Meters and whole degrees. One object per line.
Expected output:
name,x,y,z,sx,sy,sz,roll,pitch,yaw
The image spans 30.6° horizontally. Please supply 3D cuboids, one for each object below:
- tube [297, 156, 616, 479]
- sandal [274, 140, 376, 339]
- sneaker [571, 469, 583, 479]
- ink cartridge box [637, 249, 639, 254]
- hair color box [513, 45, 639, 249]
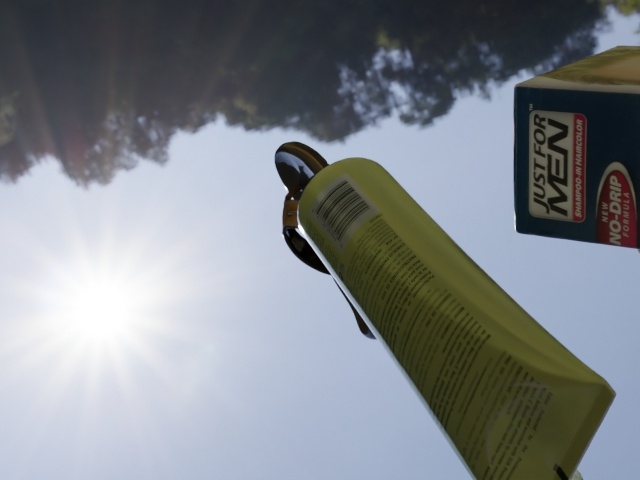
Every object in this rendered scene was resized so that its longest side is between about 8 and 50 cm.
tube,0.059,0.040,0.580,0.062,0.070,0.240,-31,-141,-5
sandal,0.000,0.000,1.069,0.060,0.090,0.219,-17,-114,-18
sneaker,0.179,0.199,0.943,0.061,0.152,0.053,-36,-114,9
ink cartridge box,0.360,0.025,1.031,0.104,0.062,0.181,-43,-125,23
hair color box,0.312,-0.054,0.722,0.347,0.105,0.174,8,-160,35
